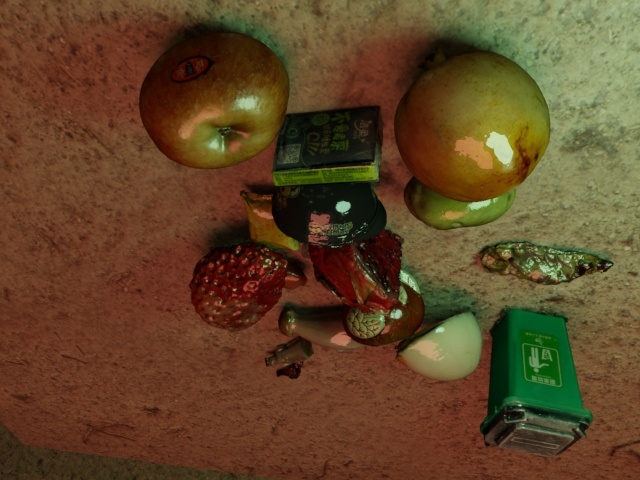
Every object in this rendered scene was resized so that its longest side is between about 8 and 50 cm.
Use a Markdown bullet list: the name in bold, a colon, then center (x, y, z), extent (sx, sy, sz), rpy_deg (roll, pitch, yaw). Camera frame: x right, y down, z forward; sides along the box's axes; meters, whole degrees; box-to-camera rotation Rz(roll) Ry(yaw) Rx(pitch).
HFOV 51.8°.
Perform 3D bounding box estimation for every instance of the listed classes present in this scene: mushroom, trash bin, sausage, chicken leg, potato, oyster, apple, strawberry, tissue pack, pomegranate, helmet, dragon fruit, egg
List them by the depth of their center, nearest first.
- **pomegranate**: center (0.287, -0.232, 1.290), extent (0.319, 0.319, 0.319), rpy_deg (6, 142, 5)
- **apple**: center (-0.217, -0.275, 1.362), extent (0.309, 0.250, 0.277), rpy_deg (-19, 133, 29)
- **tissue pack**: center (0.017, -0.206, 1.458), extent (0.235, 0.173, 0.073), rpy_deg (-3, 147, 14)
- **potato**: center (0.316, -0.103, 1.507), extent (0.228, 0.197, 0.149), rpy_deg (-18, 133, -9)
- **helmet**: center (0.023, -0.109, 1.545), extent (0.278, 0.231, 0.160), rpy_deg (-3, 132, -4)
- **oyster**: center (0.598, 0.063, 1.754), extent (0.345, 0.079, 0.129), rpy_deg (4, 133, 11)
- **dragon fruit**: center (0.102, 0.079, 1.810), extent (0.240, 0.302, 0.330), rpy_deg (-12, 164, -26)
- **strawberry**: center (-0.223, 0.139, 1.828), extent (0.265, 0.149, 0.336), rpy_deg (29, 137, -22)
- **sausage**: center (-0.183, 0.079, 1.933), extent (0.300, 0.083, 0.089), rpy_deg (13, 141, -7)
- **trash bin**: center (0.617, 0.422, 1.941), extent (0.259, 0.381, 0.295), rpy_deg (12, 143, -1)
- **egg**: center (0.370, 0.331, 1.951), extent (0.264, 0.174, 0.286), rpy_deg (-38, 156, 29)
- **mushroom**: center (0.035, 0.279, 2.107), extent (0.350, 0.128, 0.128), rpy_deg (6, 142, 12)
- **chicken leg**: center (-0.110, 0.470, 2.435), extent (0.093, 0.053, 0.205), rpy_deg (32, 135, 9)

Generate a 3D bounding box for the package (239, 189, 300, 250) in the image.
- **package**: center (-0.127, -0.047, 1.753), extent (0.168, 0.090, 0.226), rpy_deg (5, 141, 6)

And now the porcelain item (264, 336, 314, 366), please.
- **porcelain item**: center (-0.115, 0.406, 2.337), extent (0.054, 0.084, 0.213), rpy_deg (7, 153, -44)

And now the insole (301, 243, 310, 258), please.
- **insole**: center (0.000, 0.000, 1.852), extent (0.065, 0.006, 0.193), rpy_deg (22, 140, -15)

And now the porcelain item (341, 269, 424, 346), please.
- **porcelain item**: center (0.170, 0.181, 1.910), extent (0.253, 0.253, 0.253), rpy_deg (6, 142, 5)
